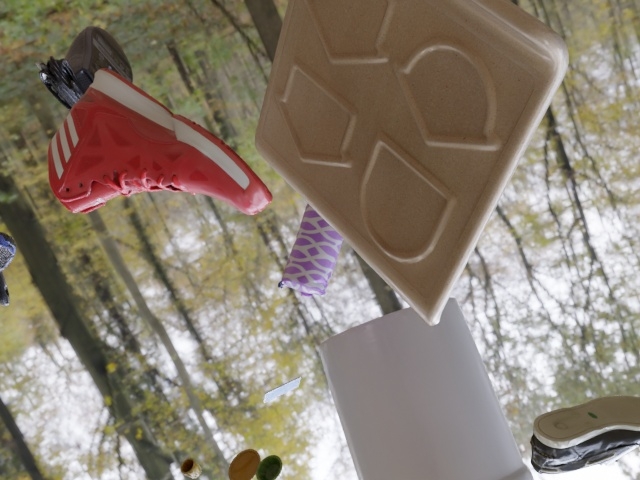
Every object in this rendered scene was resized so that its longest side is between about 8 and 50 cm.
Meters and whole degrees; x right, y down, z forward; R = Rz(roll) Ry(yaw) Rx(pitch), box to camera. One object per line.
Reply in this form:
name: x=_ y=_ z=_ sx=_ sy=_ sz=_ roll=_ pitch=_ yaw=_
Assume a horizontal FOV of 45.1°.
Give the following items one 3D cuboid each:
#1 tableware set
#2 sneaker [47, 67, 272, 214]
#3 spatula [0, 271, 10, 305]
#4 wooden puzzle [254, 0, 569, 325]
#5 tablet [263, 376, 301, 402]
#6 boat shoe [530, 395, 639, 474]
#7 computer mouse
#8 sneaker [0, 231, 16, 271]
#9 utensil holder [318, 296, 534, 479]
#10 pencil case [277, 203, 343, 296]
tableware set: x=-0.118 y=0.300 z=0.952 sx=0.154 sy=0.024 sz=0.104 roll=-3 pitch=-131 yaw=38
sneaker: x=-0.156 y=-0.054 z=0.703 sx=0.221 sy=0.087 sz=0.128 roll=34 pitch=-97 yaw=25
spatula: x=-0.476 y=-0.044 z=1.012 sx=0.030 sy=0.296 sz=0.084 roll=-31 pitch=172 yaw=-11
wooden puzzle: x=0.072 y=-0.133 z=0.778 sx=0.080 sy=0.348 sz=0.322 roll=-22 pitch=-126 yaw=-33
tablet: x=-0.080 y=0.309 z=1.600 sx=0.083 sy=0.006 sz=0.054 roll=-23 pitch=154 yaw=-22
boat shoe: x=0.400 y=0.273 z=1.085 sx=0.233 sy=0.079 sz=0.084 roll=-8 pitch=-158 yaw=-17
computer mouse: x=-0.371 y=-0.252 z=1.238 sx=0.072 sy=0.188 sz=0.272 roll=-29 pitch=-145 yaw=14
sneaker: x=-0.426 y=0.069 z=0.850 sx=0.221 sy=0.083 sz=0.087 roll=-38 pitch=-124 yaw=-2
utensil holder: x=0.197 y=0.344 z=1.533 sx=0.327 sy=0.385 sz=0.327 roll=-18 pitch=166 yaw=-5
pencil case: x=0.000 y=0.000 z=1.347 sx=0.086 sy=0.206 sz=0.088 roll=16 pitch=169 yaw=21
